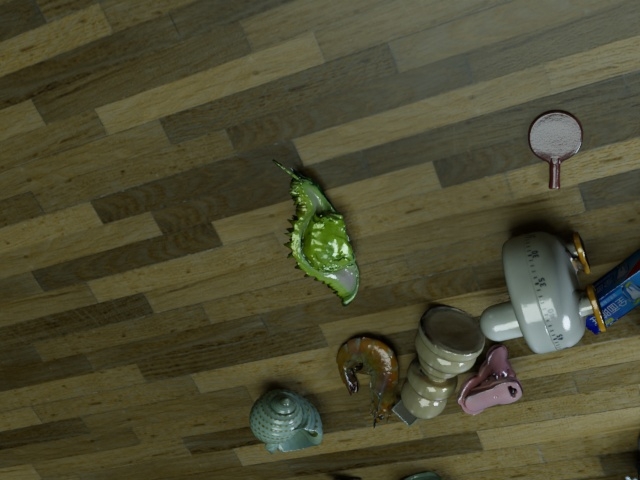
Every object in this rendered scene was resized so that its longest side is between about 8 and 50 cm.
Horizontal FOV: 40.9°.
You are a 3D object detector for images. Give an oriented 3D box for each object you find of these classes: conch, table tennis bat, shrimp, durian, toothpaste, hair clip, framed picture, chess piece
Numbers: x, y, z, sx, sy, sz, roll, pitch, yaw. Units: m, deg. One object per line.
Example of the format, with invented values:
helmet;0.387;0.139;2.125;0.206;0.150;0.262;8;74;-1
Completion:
conch;-0.086;0.420;2.019;0.172;0.131;0.200;0;154;-16
table tennis bat;0.435;-0.167;1.590;0.098;0.019;0.155;0;118;13
shrimp;0.113;0.322;1.950;0.150;0.068;0.249;4;118;27
durian;-0.003;-0.003;1.751;0.132;0.107;0.375;-15;121;16
toothpaste;0.628;0.058;1.645;0.066;0.076;0.320;39;122;-9
hair clip;0.357;0.306;1.841;0.138;0.102;0.123;-25;117;14
framed picture;0.213;0.375;1.963;0.089;0.007;0.066;-45;105;2
chess piece;0.247;0.278;1.854;0.142;0.143;0.261;18;129;2

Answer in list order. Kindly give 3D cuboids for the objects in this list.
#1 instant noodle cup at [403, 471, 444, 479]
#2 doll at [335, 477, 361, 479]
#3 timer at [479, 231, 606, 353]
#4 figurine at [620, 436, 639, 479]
instant noodle cup;0.276;0.698;2.066;0.215;0.215;0.236;-21;107;25
doll;0.068;0.627;2.149;0.127;0.073;0.084;36;90;-14
timer;0.401;0.105;1.640;0.240;0.233;0.234;-17;116;19
figurine;0.760;0.546;1.883;0.193;0.140;0.265;27;140;24
